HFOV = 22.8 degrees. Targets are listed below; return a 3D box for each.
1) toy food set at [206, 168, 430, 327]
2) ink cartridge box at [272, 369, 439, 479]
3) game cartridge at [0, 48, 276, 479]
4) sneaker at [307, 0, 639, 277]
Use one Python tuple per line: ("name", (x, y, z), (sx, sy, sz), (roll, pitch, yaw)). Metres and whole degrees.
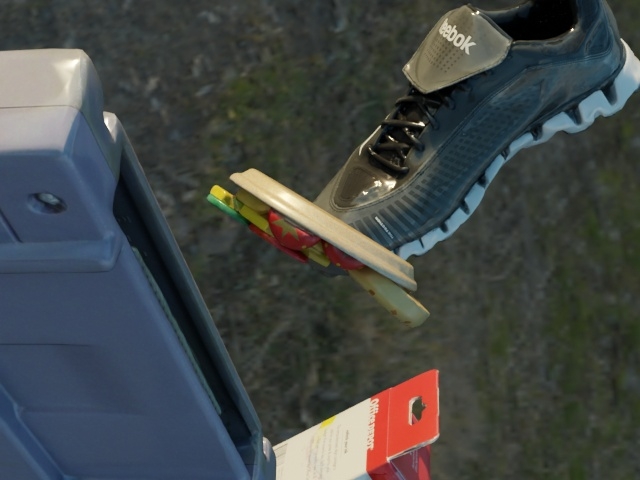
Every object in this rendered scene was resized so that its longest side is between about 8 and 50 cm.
("toy food set", (0.000, 0.000, 0.587), (0.083, 0.082, 0.020), (30, 92, -39))
("ink cartridge box", (0.026, 0.223, 1.465), (0.078, 0.231, 0.134), (56, 16, -19))
("game cartridge", (-0.162, 0.047, 0.685), (0.355, 0.230, 0.068), (72, 16, -58))
("sneaker", (0.073, -0.075, 0.876), (0.234, 0.078, 0.106), (-35, 133, -13))
